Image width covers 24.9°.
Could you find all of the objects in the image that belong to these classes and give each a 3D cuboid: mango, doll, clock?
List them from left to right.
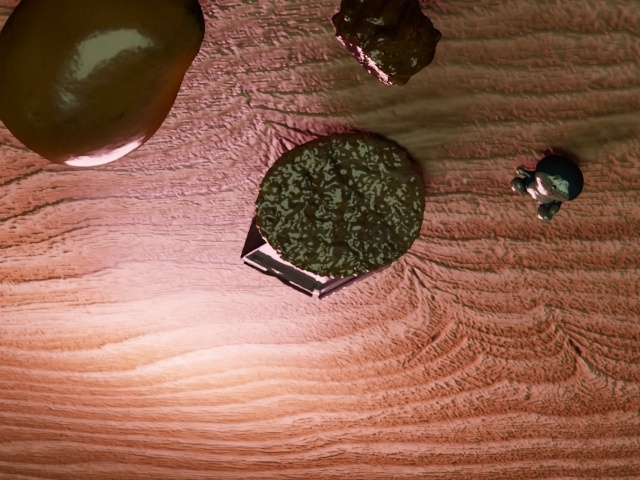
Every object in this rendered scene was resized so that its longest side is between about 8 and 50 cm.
[{"bbox_3d":[-0.248,-0.201,1.613,0.211,0.173,0.317,25,143,-22],"label":"mango"},{"bbox_3d":[0.001,0.001,1.963,0.145,0.073,0.193,27,149,-24],"label":"clock"},{"bbox_3d":[0.275,-0.072,1.742,0.076,0.050,0.083,40,147,-10],"label":"doll"}]

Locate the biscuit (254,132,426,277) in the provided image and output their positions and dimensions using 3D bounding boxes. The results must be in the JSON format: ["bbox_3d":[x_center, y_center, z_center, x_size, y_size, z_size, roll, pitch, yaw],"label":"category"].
[{"bbox_3d":[0.027,-0.043,1.822,0.220,0.033,0.219,-2,122,-3],"label":"biscuit"}]

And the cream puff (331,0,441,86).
[{"bbox_3d":[0.071,-0.221,1.497,0.116,0.094,0.122,48,173,-14],"label":"cream puff"}]
